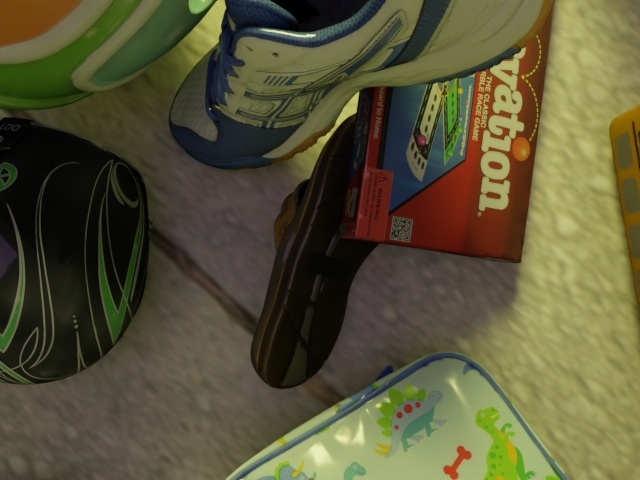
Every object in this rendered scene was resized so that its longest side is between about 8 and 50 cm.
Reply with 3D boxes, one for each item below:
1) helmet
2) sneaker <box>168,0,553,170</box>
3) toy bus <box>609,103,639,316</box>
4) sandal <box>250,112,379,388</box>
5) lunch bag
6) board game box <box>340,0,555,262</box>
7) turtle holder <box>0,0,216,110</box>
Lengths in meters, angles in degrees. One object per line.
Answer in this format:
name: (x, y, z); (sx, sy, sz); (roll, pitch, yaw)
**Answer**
helmet: (-0.202, 0.017, 0.430); (0.170, 0.169, 0.161); (6, 71, 4)
sneaker: (-0.023, -0.129, 0.371); (0.297, 0.131, 0.111); (-19, 73, 41)
toy bus: (0.286, 0.064, 0.404); (0.108, 0.130, 0.332); (-8, 87, 2)
sandal: (0.000, 0.000, 0.458); (0.060, 0.090, 0.219); (18, 85, 46)
lunch bag: (0.049, 0.186, 0.400); (0.219, 0.090, 0.176); (-29, 62, -13)
board game box: (0.101, -0.131, 0.444); (0.145, 0.027, 0.281); (8, 88, -26)
turtle holder: (-0.138, -0.216, 0.380); (0.228, 0.320, 0.243); (-9, 98, 32)
